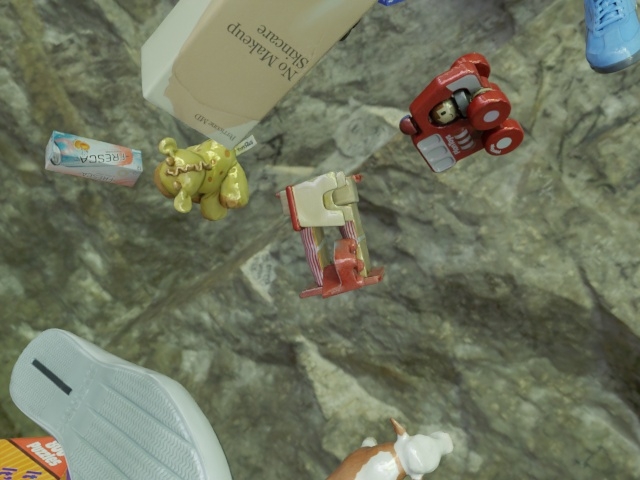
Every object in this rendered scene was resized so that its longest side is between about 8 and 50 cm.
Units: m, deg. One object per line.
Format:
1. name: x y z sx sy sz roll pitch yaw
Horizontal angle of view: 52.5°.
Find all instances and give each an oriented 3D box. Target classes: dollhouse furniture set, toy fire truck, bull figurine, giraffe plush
1. dollhouse furniture set: 0.000 0.000 1.071 0.374 0.152 0.201 -29 107 -78
2. toy fire truck: 0.333 -0.295 1.590 0.302 0.254 0.169 38 30 -52
3. bull figurine: 0.043 0.349 0.851 0.101 0.310 0.188 44 -5 13
4. giraffe plush: -0.239 -0.124 1.241 0.181 0.170 0.210 52 -50 11

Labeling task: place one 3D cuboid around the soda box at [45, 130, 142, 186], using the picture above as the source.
1. soda box: -0.462 -0.165 1.331 0.063 0.183 0.058 -44 -131 41

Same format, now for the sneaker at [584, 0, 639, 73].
1. sneaker: 0.361 -0.286 0.816 0.069 0.209 0.082 -14 -54 33

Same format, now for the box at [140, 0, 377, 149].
1. box: -0.069 -0.273 0.779 0.148 0.311 0.121 28 32 -36

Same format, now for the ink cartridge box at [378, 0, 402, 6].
1. ink cartridge box: 0.075 -0.484 1.129 0.207 0.046 0.097 46 -26 47

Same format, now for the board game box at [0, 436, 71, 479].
1. board game box: -0.380 0.394 0.469 0.356 0.356 0.356 -111 -161 -79

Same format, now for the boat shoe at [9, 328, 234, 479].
1. boat shoe: -0.106 0.113 0.385 0.226 0.083 0.076 26 -10 46

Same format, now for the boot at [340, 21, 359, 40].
1. boot: 0.054 -0.427 1.245 0.045 0.099 0.121 19 -56 -14
